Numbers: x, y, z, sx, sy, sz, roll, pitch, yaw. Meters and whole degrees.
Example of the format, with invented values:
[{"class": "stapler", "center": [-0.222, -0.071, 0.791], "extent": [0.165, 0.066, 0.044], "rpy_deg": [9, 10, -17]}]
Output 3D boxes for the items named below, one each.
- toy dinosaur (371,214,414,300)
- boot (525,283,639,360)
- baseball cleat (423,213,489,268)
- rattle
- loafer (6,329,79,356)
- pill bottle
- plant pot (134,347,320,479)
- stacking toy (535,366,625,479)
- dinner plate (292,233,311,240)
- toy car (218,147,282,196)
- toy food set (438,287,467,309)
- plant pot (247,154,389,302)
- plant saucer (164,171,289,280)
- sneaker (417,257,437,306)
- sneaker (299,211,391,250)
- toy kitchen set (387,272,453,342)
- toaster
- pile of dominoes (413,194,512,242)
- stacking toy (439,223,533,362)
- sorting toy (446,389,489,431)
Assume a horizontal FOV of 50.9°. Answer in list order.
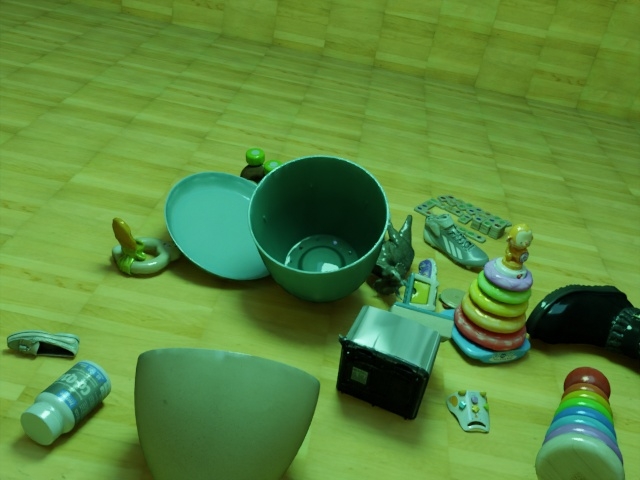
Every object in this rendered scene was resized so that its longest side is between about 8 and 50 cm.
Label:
[{"class": "toy dinosaur", "center": [0.169, 0.034, 1.648], "extent": [0.160, 0.121, 0.313], "rpy_deg": [53, 28, -5]}, {"class": "boot", "center": [0.656, 0.214, 1.498], "extent": [0.347, 0.131, 0.260], "rpy_deg": [-6, 35, -29]}, {"class": "baseball cleat", "center": [0.355, -0.004, 1.780], "extent": [0.205, 0.110, 0.072], "rpy_deg": [27, 47, 34]}, {"class": "rattle", "center": [-0.370, -0.011, 1.523], "extent": [0.199, 0.143, 0.130], "rpy_deg": [-14, 20, -27]}, {"class": "loafer", "center": [-0.506, 0.191, 1.227], "extent": [0.125, 0.045, 0.039], "rpy_deg": [4, 38, -18]}, {"class": "pill bottle", "center": [-0.415, 0.264, 1.100], "extent": [0.078, 0.078, 0.137], "rpy_deg": [20, 32, 14]}, {"class": "plant pot", "center": [-0.150, 0.292, 1.004], "extent": [0.283, 0.284, 0.191], "rpy_deg": [9, 65, -5]}, {"class": "stacking toy", "center": [0.493, 0.341, 1.251], "extent": [0.141, 0.141, 0.330], "rpy_deg": [22, 26, 17]}, {"class": "dinner plate", "center": [-0.065, -0.057, 1.652], "extent": [0.141, 0.017, 0.141], "rpy_deg": [7, 50, -9]}, {"class": "toy car", "center": [-0.198, -0.126, 1.771], "extent": [0.188, 0.155, 0.149], "rpy_deg": [-30, 49, -32]}, {"class": "toy food set", "center": [0.325, 0.143, 1.612], "extent": [0.083, 0.020, 0.082], "rpy_deg": [24, 33, 19]}, {"class": "plant pot", "center": [0.000, 0.000, 1.475], "extent": [0.292, 0.235, 0.293], "rpy_deg": [-1, 59, 2]}, {"class": "plant saucer", "center": [-0.219, -0.030, 1.598], "extent": [0.317, 0.044, 0.318], "rpy_deg": [17, 47, -20]}, {"class": "sneaker", "center": [0.244, 0.097, 1.620], "extent": [0.071, 0.068, 0.170], "rpy_deg": [6, 30, 5]}, {"class": "sneaker", "center": [0.068, -0.008, 1.712], "extent": [0.282, 0.102, 0.161], "rpy_deg": [-10, 40, -16]}, {"class": "toy kitchen set", "center": [0.192, 0.126, 1.379], "extent": [0.122, 0.207, 0.166], "rpy_deg": [15, 70, -3]}, {"class": "toaster", "center": [0.122, 0.222, 1.243], "extent": [0.168, 0.186, 0.110], "rpy_deg": [18, 48, 13]}, {"class": "pile of dominoes", "center": [0.433, -0.083, 2.008], "extent": [0.251, 0.040, 0.196], "rpy_deg": [29, 35, 26]}, {"class": "stacking toy", "center": [0.389, 0.097, 1.433], "extent": [0.175, 0.302, 0.166], "rpy_deg": [-2, 33, -23]}, {"class": "sorting toy", "center": [0.291, 0.328, 1.283], "extent": [0.083, 0.045, 0.075], "rpy_deg": [5, 50, -11]}]
